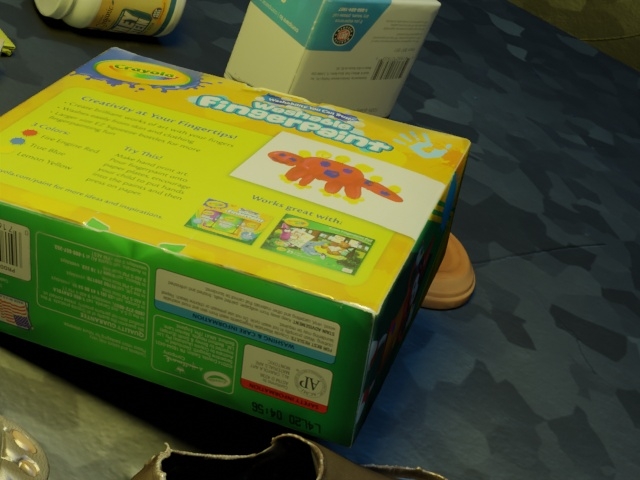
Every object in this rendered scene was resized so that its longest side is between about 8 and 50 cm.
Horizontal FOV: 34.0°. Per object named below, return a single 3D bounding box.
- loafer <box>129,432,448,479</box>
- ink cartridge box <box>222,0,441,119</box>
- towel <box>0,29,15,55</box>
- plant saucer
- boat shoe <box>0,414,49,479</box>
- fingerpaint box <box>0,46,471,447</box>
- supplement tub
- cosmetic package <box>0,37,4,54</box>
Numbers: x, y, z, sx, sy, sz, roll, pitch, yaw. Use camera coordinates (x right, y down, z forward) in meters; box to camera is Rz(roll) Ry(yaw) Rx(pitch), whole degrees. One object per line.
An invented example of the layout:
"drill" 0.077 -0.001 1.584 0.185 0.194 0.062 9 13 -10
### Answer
"loafer" -0.007 0.242 0.899 0.365 0.130 0.134 5 38 -32
"ink cartridge box" -0.007 -0.214 1.401 0.223 0.308 0.129 -11 45 -45
"towel" -0.525 -0.332 1.449 0.237 0.021 0.102 44 26 26
"plant saucer" 0.125 0.014 1.424 0.199 0.037 0.200 19 33 -13
"boat shoe" -0.321 0.238 0.691 0.123 0.116 0.324 46 42 16
"fingerpaint box" -0.109 -0.020 1.072 0.444 0.163 0.371 16 32 12
"supplement tub" -0.318 -0.390 1.584 0.199 0.144 0.144 -1 41 -37
"cosmetic package" -0.470 -0.245 1.340 0.115 0.060 0.041 19 32 -16
